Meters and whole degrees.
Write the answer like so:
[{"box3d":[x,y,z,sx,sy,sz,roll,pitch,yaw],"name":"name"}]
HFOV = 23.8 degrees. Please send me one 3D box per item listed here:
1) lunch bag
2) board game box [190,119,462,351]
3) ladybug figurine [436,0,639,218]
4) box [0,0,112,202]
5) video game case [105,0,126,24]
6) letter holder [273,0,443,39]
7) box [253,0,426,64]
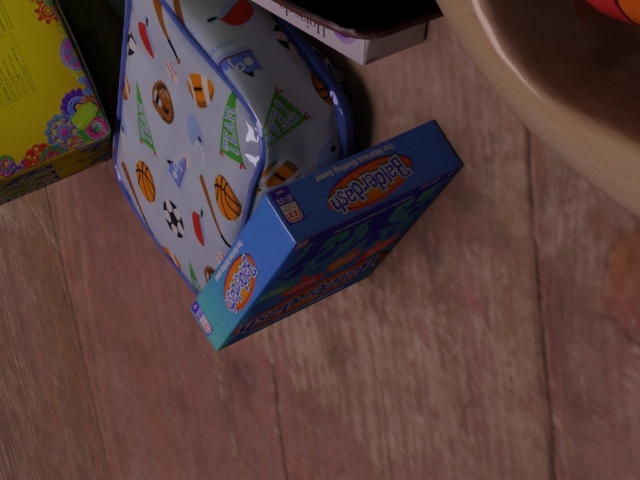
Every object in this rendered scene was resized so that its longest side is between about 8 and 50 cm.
[{"box3d":[-0.086,-0.097,1.303,0.243,0.115,0.303,53,150,24],"name":"lunch bag"},{"box3d":[0.000,0.000,1.184,0.047,0.160,0.210,58,151,12],"name":"board game box"},{"box3d":[0.221,-0.142,0.715,0.449,0.162,0.305,38,141,40],"name":"ladybug figurine"},{"box3d":[-0.338,-0.190,1.490,0.279,0.177,0.290,165,81,-83],"name":"box"},{"box3d":[-0.204,-0.324,1.410,0.274,0.026,0.196,53,149,22],"name":"video game case"},{"box3d":[-0.055,-0.256,1.023,0.302,0.214,0.152,38,141,39],"name":"letter holder"},{"box3d":[-0.052,-0.232,1.168,0.324,0.067,0.063,34,137,35],"name":"box"}]
